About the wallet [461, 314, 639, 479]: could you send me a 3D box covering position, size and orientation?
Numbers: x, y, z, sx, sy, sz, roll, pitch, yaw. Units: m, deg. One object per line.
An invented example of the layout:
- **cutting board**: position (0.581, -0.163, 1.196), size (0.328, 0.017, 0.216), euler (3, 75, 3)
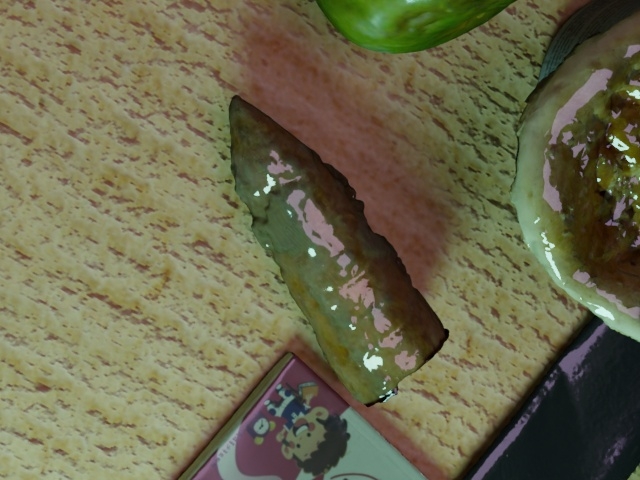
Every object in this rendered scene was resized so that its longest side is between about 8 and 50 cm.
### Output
- **wallet**: position (0.224, 0.157, 1.552), size (0.124, 0.025, 0.244), euler (44, 82, -21)

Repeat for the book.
- **book**: position (0.002, 0.223, 1.474), size (0.232, 0.022, 0.162), euler (45, 80, -20)

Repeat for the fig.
- **fig**: position (0.060, -0.285, 1.355), size (0.206, 0.206, 0.275), euler (-24, 86, -17)

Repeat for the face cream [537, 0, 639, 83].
- **face cream**: position (0.282, -0.112, 1.472), size (0.177, 0.153, 0.177), euler (-4, 100, -20)

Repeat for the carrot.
- **carrot**: position (0.000, 0.000, 1.405), size (0.102, 0.102, 0.263), euler (-37, 108, -13)

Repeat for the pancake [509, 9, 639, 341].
- **pancake**: position (0.271, -0.054, 1.370), size (0.282, 0.049, 0.282), euler (-4, 99, -24)
